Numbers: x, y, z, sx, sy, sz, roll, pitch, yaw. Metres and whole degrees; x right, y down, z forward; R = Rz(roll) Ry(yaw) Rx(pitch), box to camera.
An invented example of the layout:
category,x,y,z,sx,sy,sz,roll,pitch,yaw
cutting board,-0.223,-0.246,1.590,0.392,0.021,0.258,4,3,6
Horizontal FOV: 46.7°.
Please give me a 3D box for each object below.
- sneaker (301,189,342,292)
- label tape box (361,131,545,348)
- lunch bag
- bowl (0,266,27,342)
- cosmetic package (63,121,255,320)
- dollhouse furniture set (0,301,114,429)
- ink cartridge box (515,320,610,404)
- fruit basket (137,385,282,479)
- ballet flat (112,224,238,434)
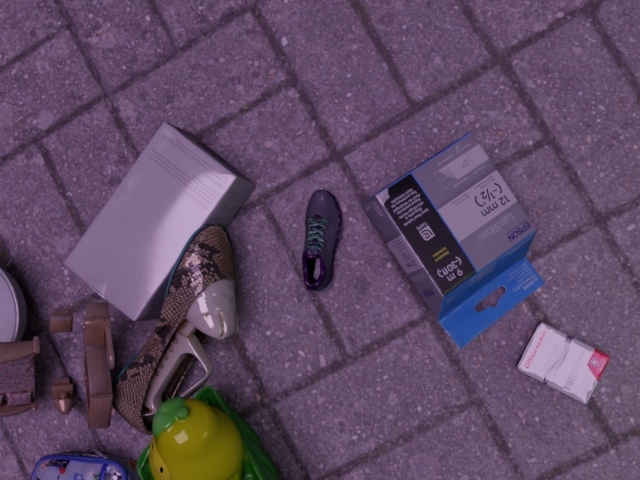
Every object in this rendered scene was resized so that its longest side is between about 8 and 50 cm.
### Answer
category,x,y,z,sx,sy,sz,roll,pitch,yaw
sneaker,0.000,0.000,1.577,0.083,0.098,0.224,0,88,11
label tape box,0.283,0.000,1.461,0.249,0.115,0.348,-33,87,-17
lunch bag,-0.519,0.609,1.621,0.243,0.115,0.303,3,78,12
bowl,-0.790,0.171,1.700,0.297,0.134,0.298,-1,87,10
cosmetic package,-0.347,-0.036,1.619,0.217,0.156,0.385,39,96,10
dollhouse furniture set,-0.619,0.293,1.532,0.355,0.303,0.174,-1,44,-22
ink cartridge box,0.484,0.243,1.492,0.150,0.063,0.109,27,93,11
fruit basket,-0.229,0.452,1.417,0.392,0.392,0.283,44,95,10
ballet flat,-0.276,0.207,1.561,0.182,0.164,0.483,39,106,30
